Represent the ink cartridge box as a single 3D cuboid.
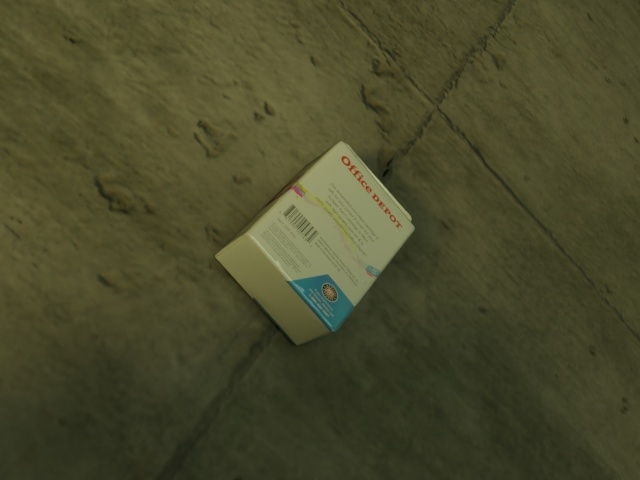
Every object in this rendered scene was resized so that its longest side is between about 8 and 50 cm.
[{"bbox_3d":[0.000,0.000,0.562,0.088,0.052,0.122,49,52,-9],"label":"ink cartridge box"}]
